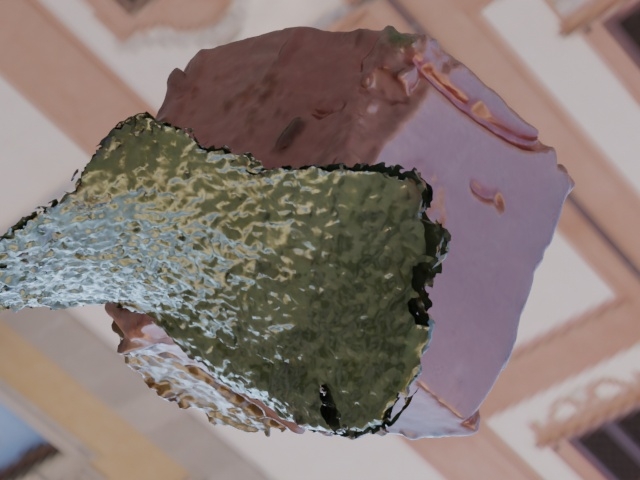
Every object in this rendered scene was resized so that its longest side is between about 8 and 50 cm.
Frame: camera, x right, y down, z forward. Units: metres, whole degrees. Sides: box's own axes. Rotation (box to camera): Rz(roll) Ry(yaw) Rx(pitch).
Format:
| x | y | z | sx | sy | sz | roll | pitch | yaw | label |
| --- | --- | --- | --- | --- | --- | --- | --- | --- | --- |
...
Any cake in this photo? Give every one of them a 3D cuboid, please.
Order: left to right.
| x | y | z | sx | sy | sz | roll | pitch | yaw | label |
| --- | --- | --- | --- | --- | --- | --- | --- | --- | --- |
| 0.000 | 0.000 | 1.514 | 0.307 | 0.293 | 0.314 | -1 | -119 | 42 | cake |

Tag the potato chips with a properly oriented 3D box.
| x | y | z | sx | sy | sz | roll | pitch | yaw | label |
| --- | --- | --- | --- | --- | --- | --- | --- | --- | --- |
| -0.060 | 0.017 | 0.711 | 0.228 | 0.167 | 0.059 | 15 | -127 | 13 | potato chips |
